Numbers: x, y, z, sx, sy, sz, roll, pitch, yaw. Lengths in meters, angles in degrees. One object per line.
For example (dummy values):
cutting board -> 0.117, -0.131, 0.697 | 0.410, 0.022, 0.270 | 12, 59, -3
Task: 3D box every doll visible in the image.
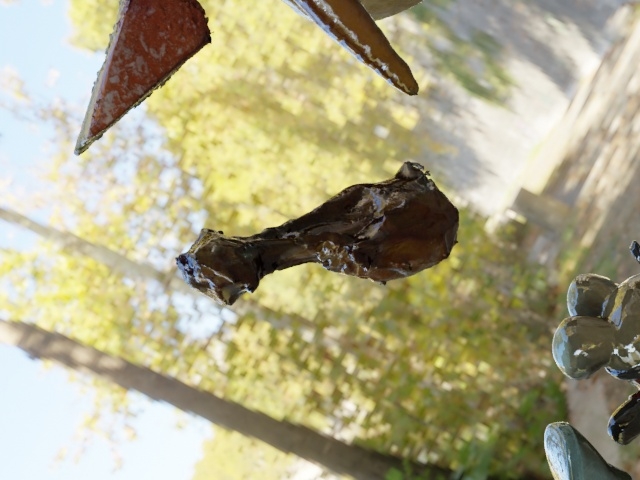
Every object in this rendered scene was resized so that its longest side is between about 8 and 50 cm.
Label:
doll -> 0.437, 0.158, 1.535 | 0.174, 0.330, 0.235 | -35, 20, 35

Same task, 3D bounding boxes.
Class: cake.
cake -> -0.198, -0.187, 1.466 | 0.086, 0.116, 0.221 | -32, 44, 61

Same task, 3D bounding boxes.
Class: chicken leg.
chicken leg -> 0.000, 0.000, 1.187 | 0.304, 0.113, 0.093 | -12, -43, -34

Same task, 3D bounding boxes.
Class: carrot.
carrot -> -0.025, -0.254, 1.137 | 0.069, 0.336, 0.069 | -38, 9, 7

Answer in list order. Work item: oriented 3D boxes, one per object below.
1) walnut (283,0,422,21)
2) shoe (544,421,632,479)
walnut -> 0.049, -0.465, 1.673 | 0.384, 0.383, 0.383 | -61, -6, -11
shoe -> 0.303, 0.268, 1.417 | 0.079, 0.078, 0.195 | -116, 8, -56
